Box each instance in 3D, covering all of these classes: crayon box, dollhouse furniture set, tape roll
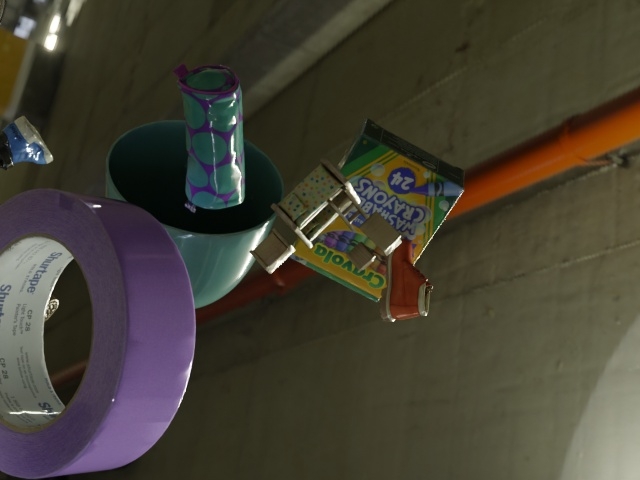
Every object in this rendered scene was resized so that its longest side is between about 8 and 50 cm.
[{"bbox_3d":[0.090,-0.030,1.710,0.323,0.203,0.083,-59,-173,29],"label":"crayon box"},{"bbox_3d":[0.000,0.000,1.419,0.182,0.101,0.161,-44,-113,-2],"label":"dollhouse furniture set"},{"bbox_3d":[-0.251,0.090,0.931,0.275,0.090,0.274,-4,-98,36],"label":"tape roll"}]

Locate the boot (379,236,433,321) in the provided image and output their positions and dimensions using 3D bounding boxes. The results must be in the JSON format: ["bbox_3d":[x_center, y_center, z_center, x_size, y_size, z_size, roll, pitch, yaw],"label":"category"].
[{"bbox_3d":[0.153,0.063,1.609,0.085,0.059,0.157,-7,-121,26],"label":"boot"}]

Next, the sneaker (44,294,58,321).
[{"bbox_3d":[-0.567,0.141,1.684,0.192,0.086,0.064,-42,161,-29],"label":"sneaker"}]

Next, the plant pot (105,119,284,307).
[{"bbox_3d":[-0.230,-0.023,1.616,0.293,0.293,0.235,-101,-157,-47],"label":"plant pot"}]

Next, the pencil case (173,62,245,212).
[{"bbox_3d":[-0.113,-0.103,0.972,0.064,0.070,0.151,-43,148,-41],"label":"pencil case"}]

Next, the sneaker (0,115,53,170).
[{"bbox_3d":[-0.496,-0.147,1.550,0.085,0.058,0.152,-32,173,-8],"label":"sneaker"}]

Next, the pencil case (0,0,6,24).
[{"bbox_3d":[-0.565,-0.382,1.386,0.160,0.183,0.410,-32,-152,-12],"label":"pencil case"}]
